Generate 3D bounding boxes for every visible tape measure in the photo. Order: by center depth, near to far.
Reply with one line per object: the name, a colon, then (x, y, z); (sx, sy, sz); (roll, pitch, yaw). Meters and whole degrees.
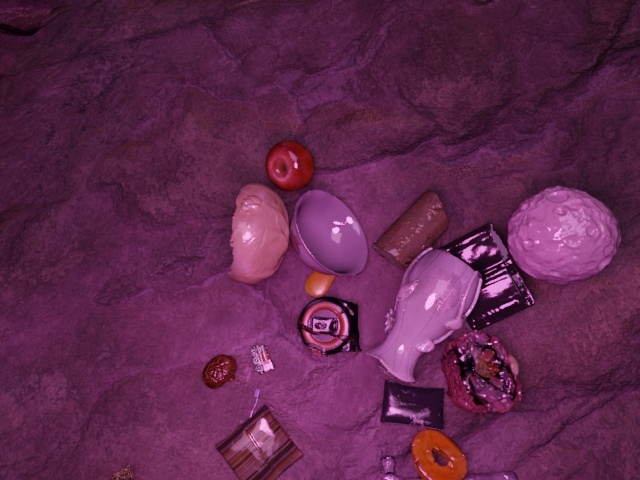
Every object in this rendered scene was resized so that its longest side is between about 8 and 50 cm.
tape measure: (0.031, 0.297, 1.461); (0.223, 0.135, 0.202); (-2, 80, 8)

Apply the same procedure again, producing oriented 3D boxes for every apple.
apple: (-0.115, -0.292, 1.636); (0.201, 0.201, 0.162); (34, 33, 13)

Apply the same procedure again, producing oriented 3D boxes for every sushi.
sushi: (0.533, 0.426, 1.372); (0.237, 0.170, 0.269); (-7, 67, 1)

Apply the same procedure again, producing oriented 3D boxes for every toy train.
toy train: (-0.208, 0.417, 1.483); (0.064, 0.044, 0.103); (-20, 74, -7)

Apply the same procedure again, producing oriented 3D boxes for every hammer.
hammer: (0.408, 0.750, 1.322); (0.428, 0.044, 0.152); (-2, 41, -4)

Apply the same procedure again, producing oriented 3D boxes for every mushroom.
mushroom: (-0.351, 0.454, 1.455); (0.109, 0.085, 0.126); (39, 73, 15)

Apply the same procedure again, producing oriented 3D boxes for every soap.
soap: (0.009, 0.134, 1.569); (0.089, 0.033, 0.168); (29, 74, 12)

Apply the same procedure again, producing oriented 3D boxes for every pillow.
pillow: (-0.202, 0.694, 1.381); (0.208, 0.052, 0.212); (-38, 79, -11)
pillow: (0.310, 0.552, 1.402); (0.209, 0.055, 0.141); (7, 66, 5)

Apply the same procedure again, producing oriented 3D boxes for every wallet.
wallet: (0.574, 0.129, 1.485); (0.247, 0.041, 0.322); (-31, 77, 20)

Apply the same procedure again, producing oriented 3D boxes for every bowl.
bowl: (0.000, 0.000, 1.522); (0.157, 0.346, 0.345); (-33, 66, 39)

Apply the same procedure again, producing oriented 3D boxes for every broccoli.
broccoli: (-0.648, 0.793, 1.357); (0.097, 0.092, 0.095); (-17, 84, -21)

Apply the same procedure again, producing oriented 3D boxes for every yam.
yam: (0.345, -0.032, 1.540); (0.304, 0.168, 0.168); (-43, 75, -10)

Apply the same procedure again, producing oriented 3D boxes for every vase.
vase: (0.339, 0.256, 1.400); (0.250, 0.250, 0.445); (33, 83, 13)

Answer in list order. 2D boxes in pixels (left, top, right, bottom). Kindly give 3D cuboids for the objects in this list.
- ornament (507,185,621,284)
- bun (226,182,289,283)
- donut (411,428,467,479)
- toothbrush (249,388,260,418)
ornament: (0.807, -0.007, 1.421); (0.338, 0.337, 0.336); (-1, 72, 3)
bun: (-0.210, -0.021, 1.486); (0.203, 0.364, 0.363); (6, 72, -7)
donut: (0.365, 0.690, 1.314); (0.162, 0.065, 0.178); (-17, 44, -28)
toothbrush: (-0.242, 0.606, 1.435); (0.019, 0.013, 0.193); (11, 72, 14)
